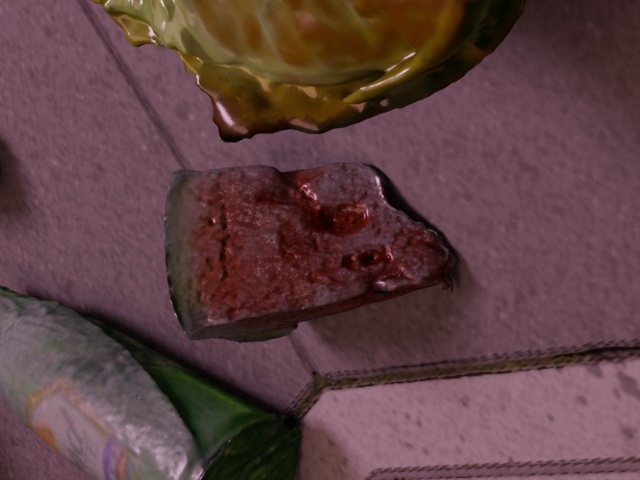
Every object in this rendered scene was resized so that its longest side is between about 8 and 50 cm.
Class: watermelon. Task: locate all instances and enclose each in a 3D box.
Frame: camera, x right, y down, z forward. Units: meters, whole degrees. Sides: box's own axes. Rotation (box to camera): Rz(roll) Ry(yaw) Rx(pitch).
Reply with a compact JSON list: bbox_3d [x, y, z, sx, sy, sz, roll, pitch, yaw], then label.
[{"bbox_3d":[-0.023,0.002,1.017,0.158,0.121,0.098,-13,83,47],"label":"watermelon"}]

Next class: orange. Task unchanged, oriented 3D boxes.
[{"bbox_3d":[-0.030,-0.212,0.804,0.334,0.196,0.263,33,151,35],"label":"orange"}]

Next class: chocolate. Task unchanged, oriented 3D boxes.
[{"bbox_3d":[-0.147,0.105,1.232,0.291,0.110,0.110,27,133,37],"label":"chocolate"}]
